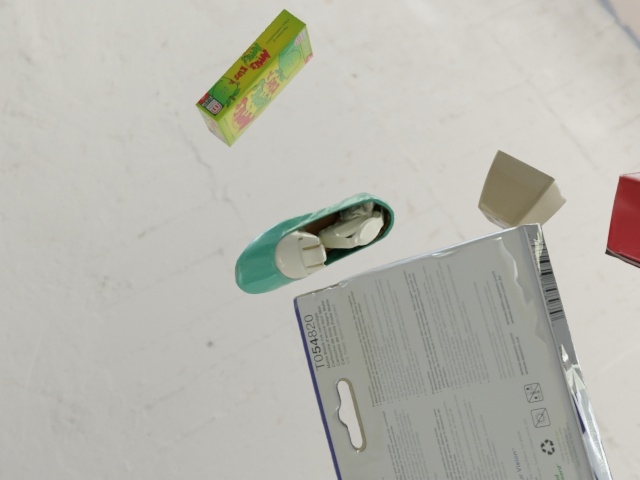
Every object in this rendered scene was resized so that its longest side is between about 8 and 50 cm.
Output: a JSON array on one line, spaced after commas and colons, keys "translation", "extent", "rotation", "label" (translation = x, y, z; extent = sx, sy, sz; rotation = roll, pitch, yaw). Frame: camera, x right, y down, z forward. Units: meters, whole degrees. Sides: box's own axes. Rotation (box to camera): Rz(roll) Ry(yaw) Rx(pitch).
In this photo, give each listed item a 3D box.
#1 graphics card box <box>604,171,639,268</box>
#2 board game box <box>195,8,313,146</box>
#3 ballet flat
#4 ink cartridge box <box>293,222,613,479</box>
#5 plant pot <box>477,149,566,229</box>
[{"translation": [0.500, -0.018, 0.978], "extent": [0.371, 0.094, 0.233], "rotation": [-8, -159, -31], "label": "graphics card box"}, {"translation": [-0.088, -0.222, 1.352], "extent": [0.043, 0.092, 0.181], "rotation": [39, -99, 15], "label": "board game box"}, {"translation": [0.000, 0.000, 1.313], "extent": [0.247, 0.087, 0.083], "rotation": [-28, -72, -27], "label": "ballet flat"}, {"translation": [0.099, 0.121, 0.779], "extent": [0.045, 0.224, 0.223], "rotation": [-5, -101, -54], "label": "ink cartridge box"}, {"translation": [0.316, -0.066, 1.580], "extent": [0.109, 0.096, 0.109], "rotation": [33, 177, 30], "label": "plant pot"}]
